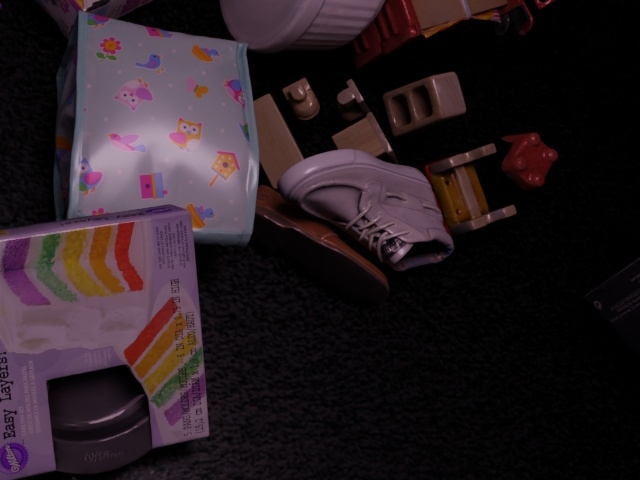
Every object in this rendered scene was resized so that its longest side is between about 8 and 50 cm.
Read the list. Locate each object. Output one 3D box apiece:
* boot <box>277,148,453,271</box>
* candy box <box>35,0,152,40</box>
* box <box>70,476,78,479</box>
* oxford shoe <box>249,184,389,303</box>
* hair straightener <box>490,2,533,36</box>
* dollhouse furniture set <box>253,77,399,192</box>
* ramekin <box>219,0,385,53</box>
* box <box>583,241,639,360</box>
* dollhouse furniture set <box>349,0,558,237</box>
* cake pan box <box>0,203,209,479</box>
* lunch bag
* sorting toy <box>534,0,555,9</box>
[{"bbox_3d":[0.067,-0.030,1.544,0.258,0.095,0.123,3,52,-47],"label":"boot"},{"bbox_3d":[-0.267,-0.367,1.610,0.159,0.071,0.233,49,54,5],"label":"candy box"},{"bbox_3d":[-0.262,0.295,1.314,0.052,0.062,0.083,37,57,-2],"label":"box"},{"bbox_3d":[0.000,0.000,1.562,0.212,0.076,0.076,34,47,-6],"label":"oxford shoe"},{"bbox_3d":[0.226,-0.394,1.856,0.089,0.047,0.230,-10,71,-27],"label":"hair straightener"},{"bbox_3d":[0.000,-0.126,1.646,0.151,0.123,0.144,-28,77,5],"label":"dollhouse furniture set"},{"bbox_3d":[-0.012,-0.364,1.622,0.127,0.273,0.272,5,64,-33],"label":"ramekin"},{"bbox_3d":[0.564,0.077,1.698,0.296,0.183,0.294,-38,83,-30],"label":"box"},{"bbox_3d":[0.180,-0.205,1.714,0.201,0.152,0.374,-19,92,-30],"label":"dollhouse furniture set"},{"bbox_3d":[-0.246,0.108,1.343,0.246,0.070,0.266,-7,102,-25],"label":"cake pan box"},{"bbox_3d":[-0.191,-0.108,1.480,0.223,0.160,0.262,7,58,-21],"label":"lunch bag"},{"bbox_3d":[0.314,-0.469,1.898,0.132,0.046,0.274,-32,83,5],"label":"sorting toy"}]
